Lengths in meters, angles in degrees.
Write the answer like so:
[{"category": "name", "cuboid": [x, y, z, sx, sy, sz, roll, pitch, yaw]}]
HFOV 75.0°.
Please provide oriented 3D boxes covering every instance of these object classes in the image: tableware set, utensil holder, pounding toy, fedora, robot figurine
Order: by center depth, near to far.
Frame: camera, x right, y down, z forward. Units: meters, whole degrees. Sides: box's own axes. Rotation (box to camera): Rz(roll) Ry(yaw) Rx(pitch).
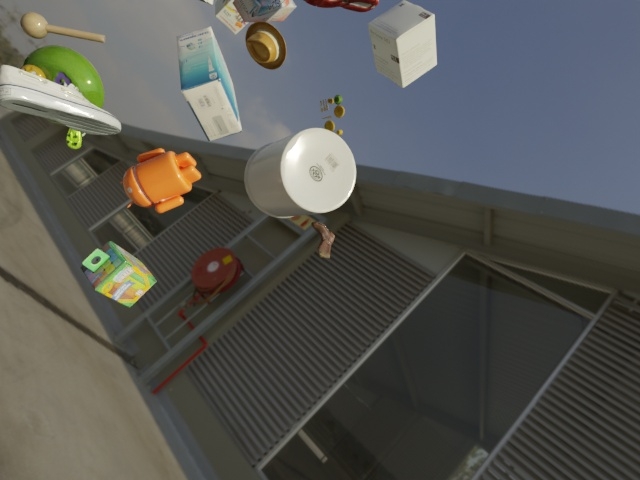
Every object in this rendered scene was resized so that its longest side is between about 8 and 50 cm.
[{"category": "pounding toy", "cuboid": [-0.601, -0.366, 0.939, 0.183, 0.236, 0.110, 15, 26, -10]}, {"category": "robot figurine", "cuboid": [-0.456, -0.170, 1.182, 0.128, 0.220, 0.157, -115, -177, -63]}, {"category": "utensil holder", "cuboid": [-0.089, -0.251, 1.634, 0.327, 0.328, 0.386, 54, -19, -18]}, {"category": "tableware set", "cuboid": [0.056, -0.498, 1.671, 0.104, 0.024, 0.153, -5, -80, 32]}, {"category": "fedora", "cuboid": [-0.235, -0.779, 1.686, 0.195, 0.079, 0.194, 17, -48, 19]}]

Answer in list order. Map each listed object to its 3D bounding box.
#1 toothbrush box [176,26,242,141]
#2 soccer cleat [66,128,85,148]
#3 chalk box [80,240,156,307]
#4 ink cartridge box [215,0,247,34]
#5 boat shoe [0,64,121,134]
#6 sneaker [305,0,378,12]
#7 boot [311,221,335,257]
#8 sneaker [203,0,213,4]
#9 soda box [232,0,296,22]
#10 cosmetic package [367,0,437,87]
[{"category": "toothbrush box", "cuboid": [-0.364, -0.514, 1.371, 0.216, 0.126, 0.295, 73, 2, -58]}, {"category": "soccer cleat", "cuboid": [-0.840, -0.405, 1.454, 0.060, 0.178, 0.072, 19, 4, -18]}, {"category": "chalk box", "cuboid": [-0.680, 0.104, 1.378, 0.132, 0.132, 0.213, 38, -10, 31]}, {"category": "ink cartridge box", "cuboid": [-0.383, -1.080, 1.928, 0.128, 0.176, 0.127, 32, 39, -44]}, {"category": "boat shoe", "cuboid": [-0.487, -0.268, 0.801, 0.226, 0.083, 0.075, 7, 75, -65]}, {"category": "sneaker", "cuboid": [0.030, -0.609, 0.949, 0.087, 0.222, 0.127, -4, -91, 57]}, {"category": "boot", "cuboid": [0.000, 0.000, 1.449, 0.107, 0.114, 0.037, 34, -44, -16]}, {"category": "sneaker", "cuboid": [-0.477, -1.012, 1.712, 0.054, 0.061, 0.152, 20, 25, -6]}, {"category": "soda box", "cuboid": [-0.143, -0.619, 1.096, 0.063, 0.183, 0.058, -28, -81, 39]}, {"category": "cosmetic package", "cuboid": [0.269, -0.636, 1.353, 0.151, 0.152, 0.183, 50, -6, 35]}]
